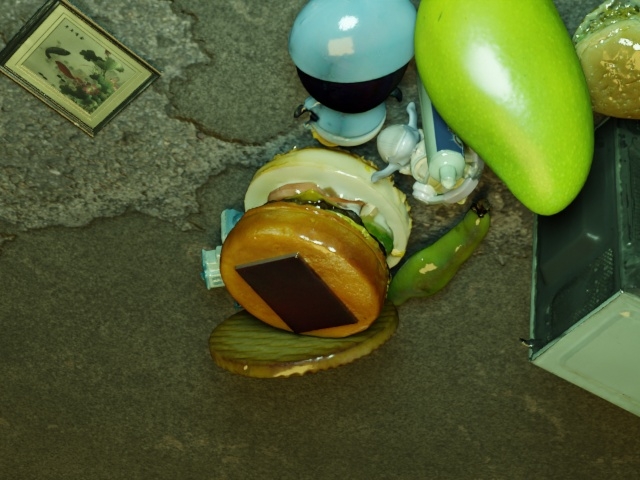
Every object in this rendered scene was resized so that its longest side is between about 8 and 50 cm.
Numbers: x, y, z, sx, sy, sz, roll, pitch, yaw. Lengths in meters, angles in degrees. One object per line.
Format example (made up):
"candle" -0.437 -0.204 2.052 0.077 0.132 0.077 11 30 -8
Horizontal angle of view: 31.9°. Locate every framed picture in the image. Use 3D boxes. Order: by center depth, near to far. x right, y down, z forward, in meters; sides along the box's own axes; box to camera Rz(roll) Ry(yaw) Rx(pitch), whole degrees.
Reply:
"framed picture" -0.367 -0.260 1.682 0.195 0.010 0.199 37 132 -24

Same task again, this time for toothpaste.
"toothpaste" 0.162 -0.152 1.486 0.069 0.268 0.047 8 127 -5

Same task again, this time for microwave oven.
"microwave oven" 0.455 0.031 1.546 0.286 0.355 0.218 28 135 -15

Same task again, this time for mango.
"mango" 0.234 -0.194 1.407 0.192 0.343 0.156 -22 173 0

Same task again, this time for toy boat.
"toy boat" -0.152 0.040 1.888 0.102 0.088 0.215 -7 135 2

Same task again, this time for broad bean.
"broad bean" 0.202 0.018 1.812 0.075 0.067 0.325 0 144 -34

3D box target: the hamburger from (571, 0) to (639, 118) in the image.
"hamburger" 0.390 -0.226 1.453 0.159 0.131 0.185 29 137 -16

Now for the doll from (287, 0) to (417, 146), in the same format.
"doll" 0.041 -0.244 1.510 0.177 0.141 0.314 -13 152 -12

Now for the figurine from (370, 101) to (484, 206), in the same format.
"figurine" 0.163 -0.112 1.595 0.184 0.128 0.208 28 -174 37

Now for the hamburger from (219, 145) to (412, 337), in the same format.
"hamburger" 0.000 0.000 1.715 0.291 0.225 0.291 13 140 11

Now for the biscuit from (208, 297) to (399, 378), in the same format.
"biscuit" -0.027 0.150 1.832 0.318 0.318 0.040 -5 107 18
